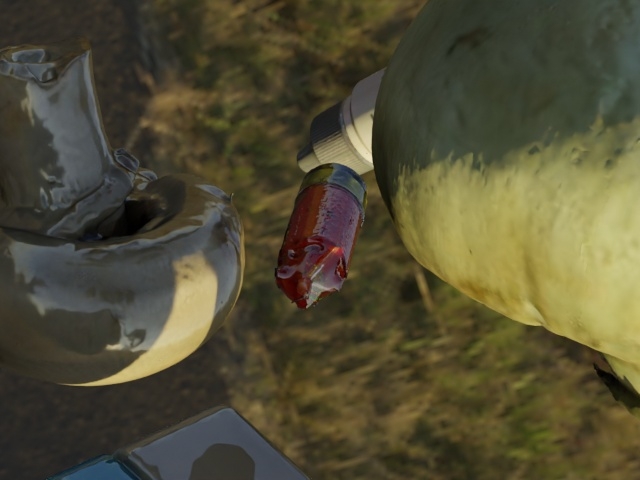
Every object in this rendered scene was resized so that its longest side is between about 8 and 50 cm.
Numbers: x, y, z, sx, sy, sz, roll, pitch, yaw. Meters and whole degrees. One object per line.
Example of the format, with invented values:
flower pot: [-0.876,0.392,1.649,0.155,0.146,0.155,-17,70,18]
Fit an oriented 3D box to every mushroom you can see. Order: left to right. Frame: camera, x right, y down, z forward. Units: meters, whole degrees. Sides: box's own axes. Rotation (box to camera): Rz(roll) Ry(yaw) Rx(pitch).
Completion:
mushroom: [-0.207,-0.030,1.529,0.292,0.293,0.290,-41,134,-60]
mushroom: [0.202,-0.043,0.864,0.352,0.352,0.260,-52,150,-57]

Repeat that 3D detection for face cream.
face cream: [0.097,-0.129,1.600,0.092,0.311,0.092,27,51,-39]

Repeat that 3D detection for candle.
candle: [0.000,0.000,1.188,0.052,0.052,0.130,56,26,-25]

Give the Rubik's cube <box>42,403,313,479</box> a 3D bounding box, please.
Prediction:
Rubik's cube: [-0.110,0.375,1.143,0.347,0.347,0.344,37,37,27]
